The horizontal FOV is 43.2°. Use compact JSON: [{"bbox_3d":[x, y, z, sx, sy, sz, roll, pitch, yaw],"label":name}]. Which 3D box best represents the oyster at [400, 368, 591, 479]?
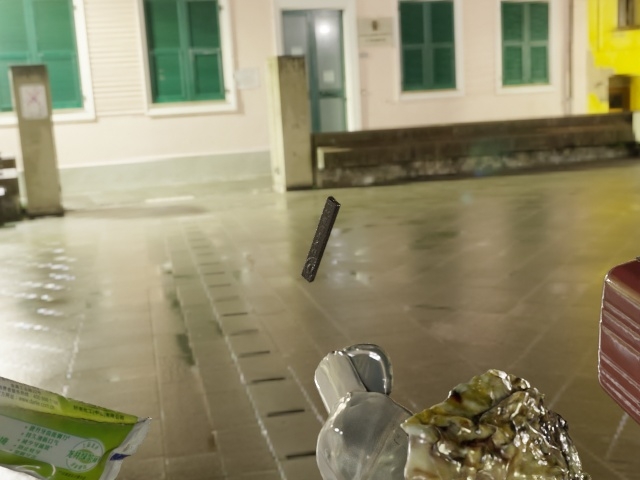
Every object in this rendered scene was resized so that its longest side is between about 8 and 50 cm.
[{"bbox_3d":[0.190,0.230,0.778,0.223,0.214,0.083,-13,-22,-31],"label":"oyster"}]

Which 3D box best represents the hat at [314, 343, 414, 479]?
[{"bbox_3d":[0.058,0.289,1.221,0.161,0.232,0.275,-17,38,-19],"label":"hat"}]

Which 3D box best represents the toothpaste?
[{"bbox_3d":[-0.231,0.115,0.530,0.248,0.078,0.047,29,5,-35],"label":"toothpaste"}]

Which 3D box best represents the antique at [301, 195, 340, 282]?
[{"bbox_3d":[0.000,0.000,1.610,0.015,0.192,0.031,-12,42,-42],"label":"antique"}]

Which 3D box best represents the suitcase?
[{"bbox_3d":[0.502,0.161,1.053,0.161,0.236,0.297,-10,24,-12],"label":"suitcase"}]
